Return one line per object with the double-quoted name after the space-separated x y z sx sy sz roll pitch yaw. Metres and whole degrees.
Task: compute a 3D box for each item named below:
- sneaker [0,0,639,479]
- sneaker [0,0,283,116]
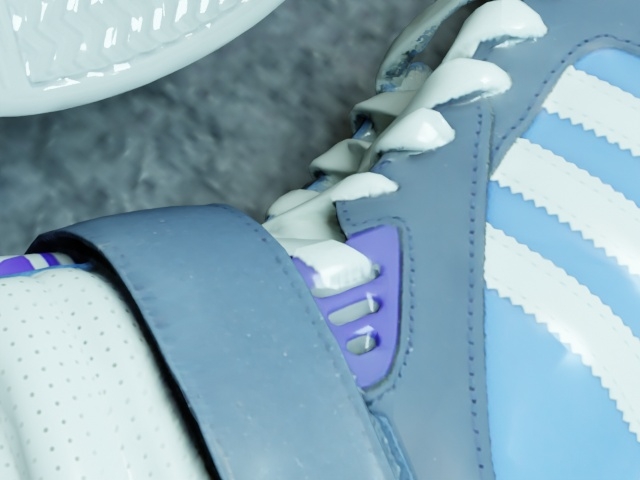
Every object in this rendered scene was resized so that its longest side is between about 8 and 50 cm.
0.000 0.001 0.415 0.236 0.130 0.323 16 64 -21 "sneaker"
-0.059 -0.124 0.467 0.256 0.151 0.094 -53 126 -30 "sneaker"
